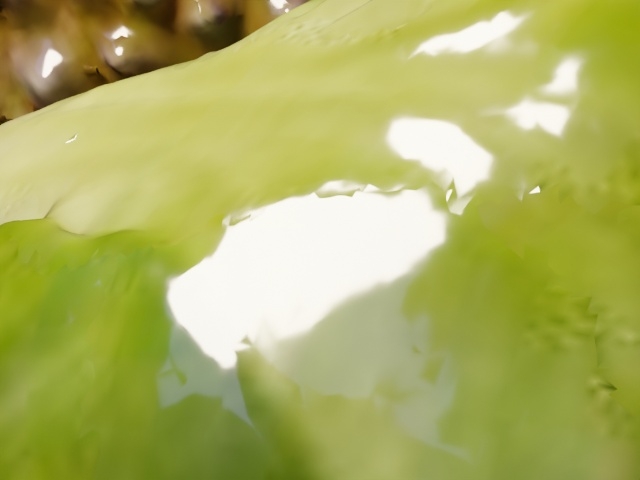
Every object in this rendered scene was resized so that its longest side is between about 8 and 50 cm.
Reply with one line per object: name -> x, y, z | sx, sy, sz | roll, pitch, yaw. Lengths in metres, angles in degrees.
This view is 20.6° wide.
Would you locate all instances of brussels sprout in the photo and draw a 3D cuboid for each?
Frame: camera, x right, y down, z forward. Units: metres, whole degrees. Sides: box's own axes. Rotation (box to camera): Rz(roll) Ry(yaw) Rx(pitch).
brussels sprout -> 0.033, 0.076, 0.467 | 0.354, 0.289, 0.281 | 21, 67, 26

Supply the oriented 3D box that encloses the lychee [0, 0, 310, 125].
lychee -> 0.000, -0.070, 0.777 | 0.380, 0.432, 0.380 | -23, 55, 38
